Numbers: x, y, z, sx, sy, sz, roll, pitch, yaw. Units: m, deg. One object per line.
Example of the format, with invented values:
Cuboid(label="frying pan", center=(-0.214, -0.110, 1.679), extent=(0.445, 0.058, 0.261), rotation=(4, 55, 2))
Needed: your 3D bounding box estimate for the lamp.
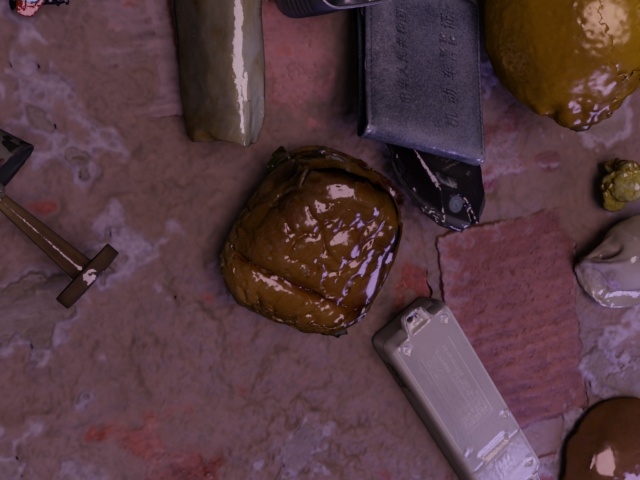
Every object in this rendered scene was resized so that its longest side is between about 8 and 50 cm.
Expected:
Cuboid(label="lamp", center=(-0.292, -0.031, 0.783), extent=(0.215, 0.121, 0.121), rotation=(43, 78, -11))

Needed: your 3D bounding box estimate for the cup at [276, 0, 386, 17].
Cuboid(label="cup", center=(-0.003, -0.282, 0.884), extent=(0.128, 0.129, 0.095), rotation=(-16, 102, -22))

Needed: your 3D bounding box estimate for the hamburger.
Cuboid(label="hamburger", center=(0.000, 0.000, 0.925), extent=(0.183, 0.130, 0.206), rotation=(27, 87, -23))

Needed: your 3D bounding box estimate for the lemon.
Cuboid(label="lemon", center=(0.291, -0.257, 0.988), extent=(0.204, 0.204, 0.260), rotation=(-10, 95, -24))

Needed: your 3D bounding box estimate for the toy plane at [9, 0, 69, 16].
Cuboid(label="toy plane", center=(-0.245, -0.283, 0.811), extent=(0.189, 0.061, 0.130), rotation=(-12, 101, -28))

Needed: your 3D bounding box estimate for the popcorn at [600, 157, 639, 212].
Cuboid(label="popcorn", center=(0.405, -0.072, 1.142), extent=(0.059, 0.068, 0.083), rotation=(3, 127, -17))

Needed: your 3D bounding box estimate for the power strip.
Cuboid(label="power strip", center=(0.181, 0.215, 1.074), extent=(0.098, 0.058, 0.338), rotation=(-38, 110, -17))

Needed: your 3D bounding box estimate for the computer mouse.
Cuboid(label="computer mouse", center=(0.128, -0.100, 0.996), extent=(0.106, 0.062, 0.192), rotation=(-23, 91, -37))

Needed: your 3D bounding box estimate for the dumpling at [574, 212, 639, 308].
Cuboid(label="dumpling", center=(0.446, 0.032, 1.154), extent=(0.169, 0.100, 0.134), rotation=(-38, 123, -14))

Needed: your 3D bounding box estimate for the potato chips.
Cuboid(label="potato chips", center=(0.440, 0.322, 1.209), extent=(0.195, 0.062, 0.208), rotation=(-48, 111, -15))

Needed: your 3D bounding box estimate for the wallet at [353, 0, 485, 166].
Cuboid(label="wallet", center=(0.113, -0.201, 0.959), extent=(0.167, 0.036, 0.222), rotation=(12, 66, -26))

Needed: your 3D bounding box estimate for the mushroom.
Cuboid(label="mushroom", center=(-0.103, -0.252, 0.856), extent=(0.081, 0.100, 0.312), rotation=(-15, 107, -45))
